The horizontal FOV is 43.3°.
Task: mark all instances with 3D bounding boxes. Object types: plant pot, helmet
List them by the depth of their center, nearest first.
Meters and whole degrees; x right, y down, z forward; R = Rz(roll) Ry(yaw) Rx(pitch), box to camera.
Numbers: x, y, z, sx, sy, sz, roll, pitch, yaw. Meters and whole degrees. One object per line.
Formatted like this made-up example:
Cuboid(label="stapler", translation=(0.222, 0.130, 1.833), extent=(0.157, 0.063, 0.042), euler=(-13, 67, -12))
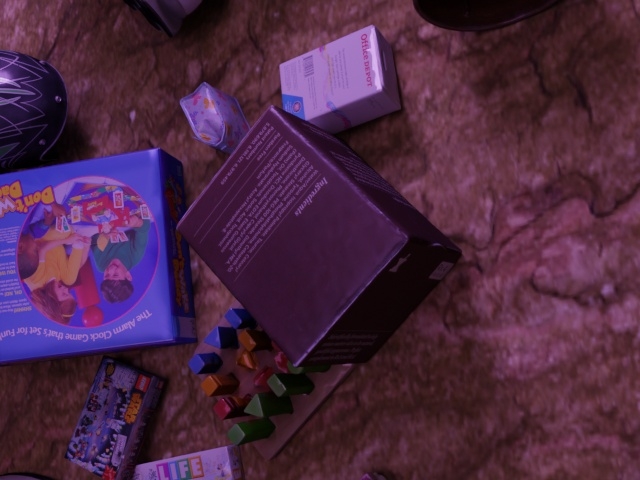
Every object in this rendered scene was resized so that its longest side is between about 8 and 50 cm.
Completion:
Cuboid(label="plant pot", translation=(0.160, -0.324, 0.795), extent=(0.167, 0.167, 0.165), euler=(-16, 70, 25))
Cuboid(label="helmet", translation=(-0.414, -0.171, 1.061), extent=(0.169, 0.161, 0.169), euler=(1, 83, -9))

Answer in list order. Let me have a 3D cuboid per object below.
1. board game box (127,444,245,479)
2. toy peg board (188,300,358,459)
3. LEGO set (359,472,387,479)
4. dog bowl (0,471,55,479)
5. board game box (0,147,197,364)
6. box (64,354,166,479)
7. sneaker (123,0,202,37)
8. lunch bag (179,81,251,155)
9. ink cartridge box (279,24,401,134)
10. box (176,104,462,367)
Cuboid(label="board game box", translation=(-0.158, 0.308, 0.960), extent=(0.154, 0.026, 0.103), euler=(-18, 76, 25))
Cuboid(label="toy peg board", translation=(-0.073, 0.136, 0.905), extent=(0.160, 0.079, 0.161), euler=(46, 105, 23))
Cuboid(label="LEGO set", translation=(0.103, 0.364, 0.774), extent=(0.287, 0.107, 0.132), euler=(37, 102, 26))
Cuboid(label="dog bowl", translation=(-0.424, 0.510, 1.008), extent=(0.408, 0.150, 0.407), euler=(-3, 83, 26))
Cuboid(label="board game box", translation=(-0.338, 0.031, 1.002), extent=(0.347, 0.078, 0.233), euler=(-8, 80, 10))
Cuboid(label="box", translation=(-0.255, 0.221, 1.002), extent=(0.094, 0.027, 0.137), euler=(13, 80, 32))
Cuboid(label="sneaker", translation=(-0.243, -0.395, 1.042), extent=(0.330, 0.122, 0.146), euler=(40, 85, 26))
Cuboid(label="lunch bag", translation=(-0.121, -0.136, 0.962), extent=(0.053, 0.071, 0.083), euler=(-35, 71, 19))
Cuboid(label="ink cartridge box", translation=(0.022, -0.171, 0.894), extent=(0.122, 0.052, 0.088), euler=(-18, 63, 26))
Cuboid(label="box", translation=(0.000, 0.000, 0.830), extent=(0.167, 0.168, 0.203), euler=(-50, 65, 13))
